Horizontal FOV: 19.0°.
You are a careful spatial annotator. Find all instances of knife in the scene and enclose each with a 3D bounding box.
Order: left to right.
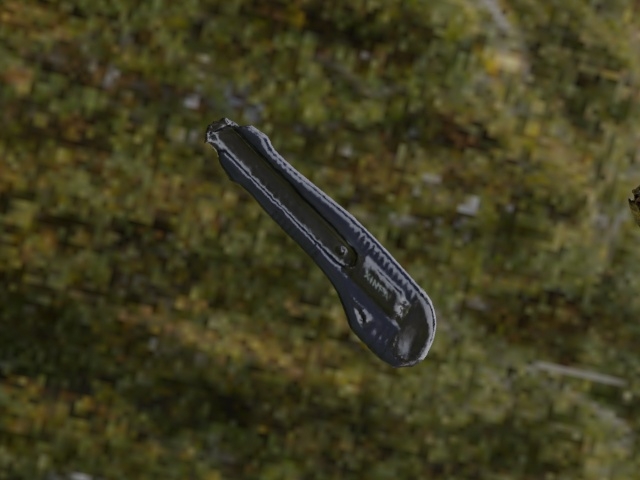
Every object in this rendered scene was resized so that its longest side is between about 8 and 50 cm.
[{"bbox_3d":[0.000,0.000,0.723,0.031,0.121,0.018,-44,-174,3],"label":"knife"}]

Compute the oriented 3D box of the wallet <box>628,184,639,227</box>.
[{"bbox_3d":[0.188,0.046,0.755,0.026,0.176,0.095,-37,-171,-17],"label":"wallet"}]
